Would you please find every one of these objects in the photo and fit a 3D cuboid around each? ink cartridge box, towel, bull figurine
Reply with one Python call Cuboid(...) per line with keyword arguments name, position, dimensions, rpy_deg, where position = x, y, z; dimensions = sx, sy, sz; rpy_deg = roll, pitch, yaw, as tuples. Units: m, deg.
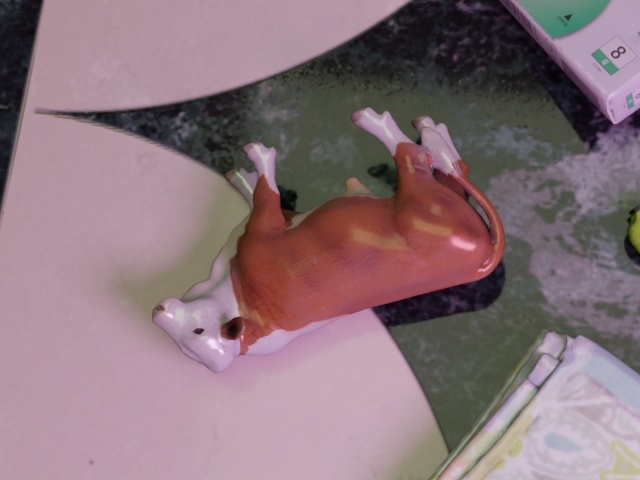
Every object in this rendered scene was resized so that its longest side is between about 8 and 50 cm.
Cuboid(name="ink cartridge box", position=(0.293, -0.234, 1.377), dimensions=(0.225, 0.056, 0.181), rpy_deg=(-36, 59, -1))
Cuboid(name="towel", position=(0.240, 0.295, 1.257), dimensions=(0.374, 0.090, 0.320), rpy_deg=(39, 87, 14))
Cuboid(name="bull figurine", position=(0.000, 0.000, 1.350), dimensions=(0.310, 0.101, 0.188), rpy_deg=(-14, 73, 4))

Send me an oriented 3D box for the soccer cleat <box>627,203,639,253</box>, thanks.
Cuboid(name="soccer cleat", position=(0.352, -0.035, 1.343), dimensions=(0.179, 0.060, 0.072), rpy_deg=(-32, 84, 5))
